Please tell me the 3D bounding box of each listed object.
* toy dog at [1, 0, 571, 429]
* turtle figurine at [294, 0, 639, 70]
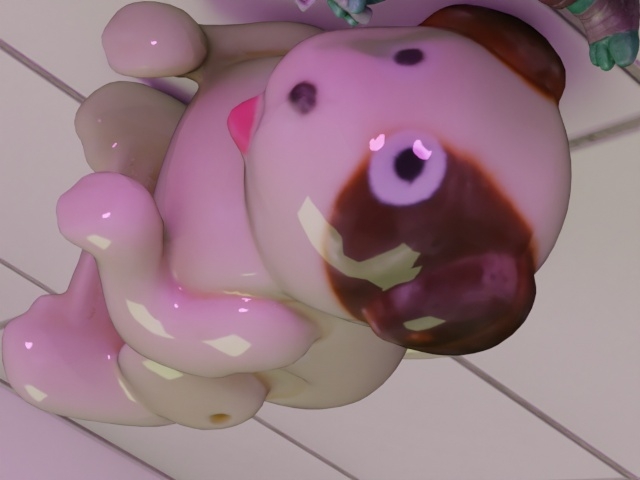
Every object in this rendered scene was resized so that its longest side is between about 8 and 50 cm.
[{"bbox_3d":[0.000,0.000,0.970,0.395,0.284,0.408,30,153,-15],"label":"toy dog"},{"bbox_3d":[0.088,-0.165,0.744,0.234,0.118,0.175,16,175,-21],"label":"turtle figurine"}]
